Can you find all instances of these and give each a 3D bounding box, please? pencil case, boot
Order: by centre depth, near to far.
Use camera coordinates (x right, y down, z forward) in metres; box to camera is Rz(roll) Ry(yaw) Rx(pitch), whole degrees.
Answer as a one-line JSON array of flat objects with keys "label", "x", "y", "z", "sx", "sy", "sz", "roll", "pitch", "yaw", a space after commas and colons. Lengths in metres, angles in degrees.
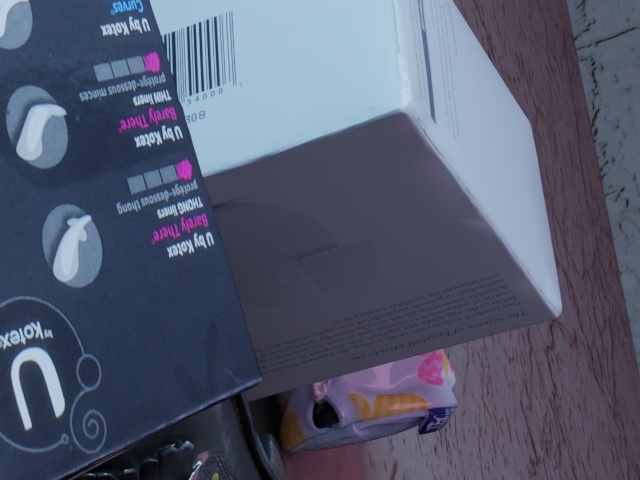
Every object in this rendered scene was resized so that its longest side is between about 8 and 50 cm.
[{"label": "boot", "x": -0.060, "y": 0.182, "z": 0.827, "sx": 0.263, "sy": 0.091, "sz": 0.229, "roll": 51, "pitch": 28, "yaw": -53}, {"label": "pencil case", "x": 0.000, "y": 0.000, "z": 1.130, "sx": 0.124, "sy": 0.113, "sz": 0.273, "roll": 0, "pitch": 73, "yaw": -51}]

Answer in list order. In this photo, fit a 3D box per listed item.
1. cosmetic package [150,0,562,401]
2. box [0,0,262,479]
[{"label": "cosmetic package", "x": -0.021, "y": -0.033, "z": 0.913, "sx": 0.225, "sy": 0.224, "sz": 0.138, "roll": 49, "pitch": 30, "yaw": -52}, {"label": "box", "x": -0.155, "y": -0.049, "z": 0.580, "sx": 0.143, "sy": 0.165, "sz": 0.270, "roll": -22, "pitch": 97, "yaw": -56}]
